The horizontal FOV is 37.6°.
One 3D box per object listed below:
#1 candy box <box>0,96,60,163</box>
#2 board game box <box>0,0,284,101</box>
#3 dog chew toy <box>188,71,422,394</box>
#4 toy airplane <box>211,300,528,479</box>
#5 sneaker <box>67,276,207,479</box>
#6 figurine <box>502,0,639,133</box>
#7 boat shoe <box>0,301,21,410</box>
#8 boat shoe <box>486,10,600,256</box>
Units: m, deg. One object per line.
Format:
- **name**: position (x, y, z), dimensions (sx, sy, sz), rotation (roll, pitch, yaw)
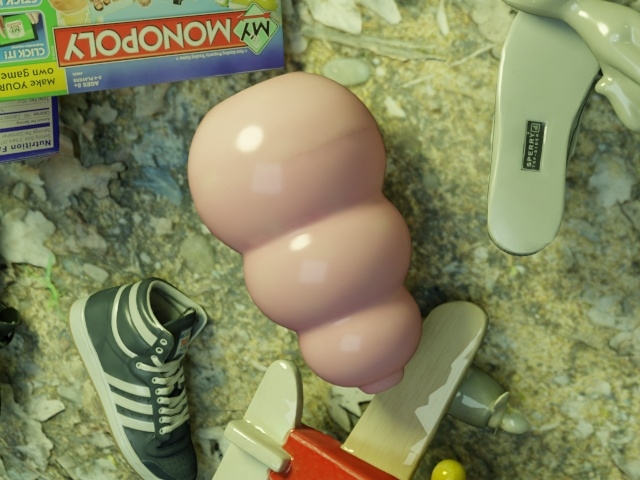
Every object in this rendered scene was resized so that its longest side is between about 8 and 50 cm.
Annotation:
- **candy box**: position (-0.400, -0.260, 1.023), dimensions (0.268, 0.122, 0.317), rotation (22, 116, 43)
- **board game box**: position (-0.193, -0.261, 0.933), dimensions (0.046, 0.317, 0.213), rotation (29, 127, 59)
- **dog chew toy**: position (0.000, 0.000, 0.968), dimensions (0.207, 0.206, 0.332), rotation (-24, 91, 25)
- **toy airplane**: position (0.065, 0.299, 1.060), dimensions (0.386, 0.272, 0.384), rotation (-27, 60, 34)
- **sneaker**: position (-0.193, 0.179, 1.171), dimensions (0.153, 0.099, 0.282), rotation (-23, 96, 27)
- **figurine**: position (0.290, -0.239, 0.844), dimensions (0.209, 0.092, 0.215), rotation (44, 96, 10)
- **boat shoe**: position (-0.452, 0.097, 1.227), dimensions (0.113, 0.127, 0.340), rotation (-9, 103, -2)
- **boat shoe**: position (0.216, -0.116, 0.929), dimensions (0.096, 0.088, 0.267), rotation (6, 90, 4)
